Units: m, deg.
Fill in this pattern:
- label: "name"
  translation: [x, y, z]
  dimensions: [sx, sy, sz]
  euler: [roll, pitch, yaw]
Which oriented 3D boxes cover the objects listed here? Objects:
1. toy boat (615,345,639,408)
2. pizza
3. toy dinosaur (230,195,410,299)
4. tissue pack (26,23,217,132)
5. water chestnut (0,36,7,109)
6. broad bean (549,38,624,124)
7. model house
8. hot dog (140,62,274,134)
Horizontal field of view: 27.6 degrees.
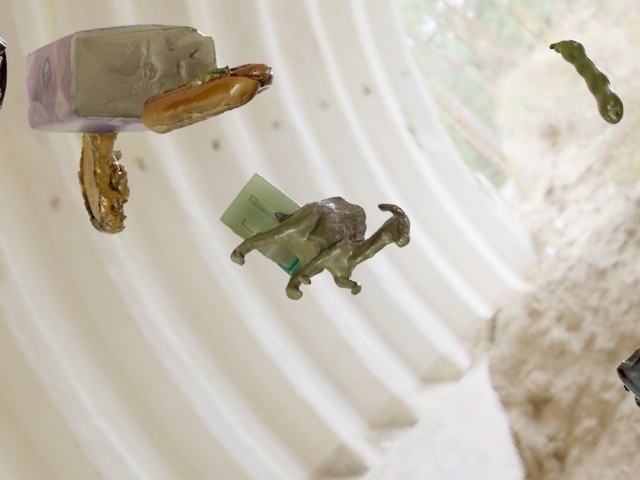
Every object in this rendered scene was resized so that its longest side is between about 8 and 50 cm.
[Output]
- label: "toy boat"
  translation: [0.481, 0.176, 1.576]
  dimensions: [0.309, 0.142, 0.129]
  euler: [-1, -67, -40]
- label: "pizza"
  translation: [-0.436, -0.152, 2.581]
  dimensions: [0.074, 0.288, 0.251]
  euler: [-4, 0, -21]
- label: "toy dinosaur"
  translation: [0.004, 0.005, 1.846]
  dimensions: [0.162, 0.294, 0.077]
  euler: [-53, -43, -24]
- label: "tissue pack"
  translation: [-0.333, -0.262, 2.150]
  dimensions: [0.242, 0.160, 0.338]
  euler: [-4, 2, -25]
- label: "water chestnut"
  translation: [-0.558, -0.191, 1.719]
  dimensions: [0.335, 0.335, 0.347]
  euler: [-41, -33, -27]
- label: "broad bean"
  translation: [0.495, -0.300, 2.396]
  dimensions: [0.052, 0.256, 0.052]
  euler: [-30, -42, 5]
- label: "model house"
  translation: [-0.062, -0.018, 2.056]
  dimensions: [0.100, 0.127, 0.149]
  euler: [-53, -33, 2]
- label: "hot dog"
  translation: [-0.157, -0.206, 1.834]
  dimensions: [0.235, 0.062, 0.092]
  euler: [-15, 14, 33]
